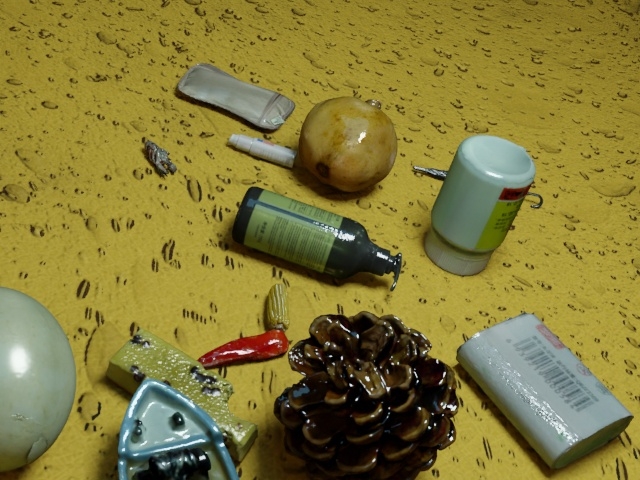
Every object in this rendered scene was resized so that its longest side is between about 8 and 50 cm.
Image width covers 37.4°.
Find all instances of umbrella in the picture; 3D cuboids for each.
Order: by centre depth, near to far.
[{"bbox_3d":[0.315,-0.120,1.873,0.269,0.044,0.044,17,9,-3],"label":"umbrella"}]

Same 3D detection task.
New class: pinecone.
[{"bbox_3d":[0.065,0.207,1.228,0.244,0.257,0.243,6,54,-8],"label":"pinecone"}]

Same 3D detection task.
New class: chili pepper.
[{"bbox_3d":[-0.115,0.160,1.388,0.178,0.027,0.045,-11,48,-28],"label":"chili pepper"}]

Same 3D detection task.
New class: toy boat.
[{"bbox_3d":[-0.158,0.304,1.121,0.145,0.133,0.331,-7,45,-26],"label":"toy boat"}]

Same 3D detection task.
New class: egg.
[{"bbox_3d":[-0.395,0.163,1.150,0.187,0.186,0.253,-6,47,-27],"label":"egg"}]

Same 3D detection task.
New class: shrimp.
[{"bbox_3d":[-0.281,-0.144,1.681,0.038,0.029,0.092,-5,50,-38],"label":"shrimp"}]

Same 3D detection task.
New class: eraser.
[{"bbox_3d":[0.341,0.225,1.448,0.174,0.081,0.227,-17,52,-31],"label":"eraser"}]

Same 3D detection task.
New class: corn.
[{"bbox_3d":[-0.066,0.104,1.466,0.037,0.037,0.092,11,39,-9],"label":"corn"}]

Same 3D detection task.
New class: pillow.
[{"bbox_3d":[-0.168,-0.287,1.880,0.233,0.038,0.130,22,42,5],"label":"pillow"}]

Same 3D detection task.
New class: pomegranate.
[{"bbox_3d":[0.055,-0.186,1.741,0.196,0.196,0.196,11,40,-9],"label":"pomegranate"}]

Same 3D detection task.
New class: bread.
[{"bbox_3d":[-0.180,0.208,1.290,0.226,0.049,0.088,29,40,12],"label":"bread"}]

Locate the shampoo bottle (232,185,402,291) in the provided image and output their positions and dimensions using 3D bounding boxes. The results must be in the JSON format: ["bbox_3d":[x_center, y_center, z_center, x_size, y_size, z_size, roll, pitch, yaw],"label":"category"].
[{"bbox_3d":[0.000,0.000,1.561,0.284,0.101,0.101,19,39,1],"label":"shampoo bottle"}]

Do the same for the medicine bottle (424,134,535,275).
[{"bbox_3d":[0.270,-0.060,1.637,0.139,0.225,0.139,11,39,-9],"label":"medicine bottle"}]

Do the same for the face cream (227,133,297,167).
[{"bbox_3d":[-0.109,-0.171,1.771,0.130,0.034,0.034,17,39,0],"label":"face cream"}]
